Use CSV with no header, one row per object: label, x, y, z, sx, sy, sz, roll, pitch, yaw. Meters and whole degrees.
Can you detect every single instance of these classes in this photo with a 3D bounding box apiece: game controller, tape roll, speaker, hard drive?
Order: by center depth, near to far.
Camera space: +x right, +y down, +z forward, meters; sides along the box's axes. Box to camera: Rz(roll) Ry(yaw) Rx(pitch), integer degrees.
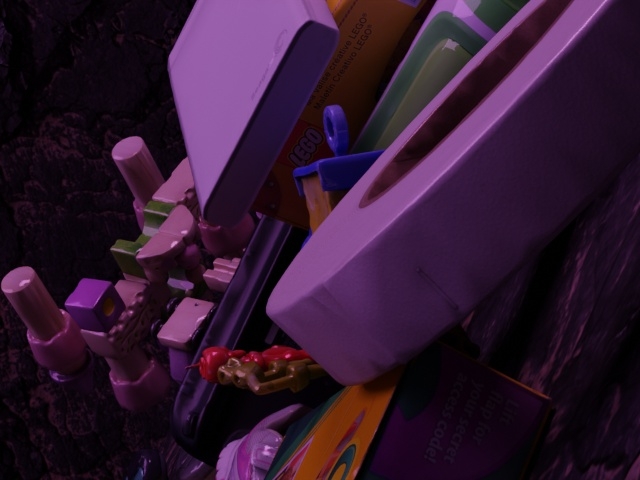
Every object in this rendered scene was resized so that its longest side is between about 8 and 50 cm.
tape roll,0.119,-0.071,1.097,0.392,0.072,0.392,-45,5,5
speaker,0.111,-0.099,1.494,0.296,0.131,0.131,-59,7,36
hard drive,-0.069,-0.170,1.604,0.203,0.040,0.307,-61,23,22
game controller,-0.024,0.086,1.758,0.319,0.166,0.067,-64,-14,-7

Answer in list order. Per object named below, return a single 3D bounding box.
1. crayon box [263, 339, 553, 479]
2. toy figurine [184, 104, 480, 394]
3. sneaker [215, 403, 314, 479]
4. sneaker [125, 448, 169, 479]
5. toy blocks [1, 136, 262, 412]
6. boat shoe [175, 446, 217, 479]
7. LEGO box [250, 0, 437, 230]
crayon box,-0.013,0.266,1.119,0.363,0.106,0.313,-65,6,-21
toy figurine,0.000,0.000,1.377,0.362,0.191,0.217,169,100,-81
sneaker,-0.043,0.229,1.563,0.111,0.103,0.252,-52,18,28
sneaker,-0.164,0.318,1.944,0.083,0.098,0.223,-116,28,-54
toy blocks,-0.142,0.078,2.010,0.288,0.309,0.260,-53,-44,-31
boat shoe,-0.090,0.228,2.013,0.118,0.103,0.320,-47,7,7
LEGO box,0.093,-0.297,1.649,0.500,0.193,0.372,-54,26,34
